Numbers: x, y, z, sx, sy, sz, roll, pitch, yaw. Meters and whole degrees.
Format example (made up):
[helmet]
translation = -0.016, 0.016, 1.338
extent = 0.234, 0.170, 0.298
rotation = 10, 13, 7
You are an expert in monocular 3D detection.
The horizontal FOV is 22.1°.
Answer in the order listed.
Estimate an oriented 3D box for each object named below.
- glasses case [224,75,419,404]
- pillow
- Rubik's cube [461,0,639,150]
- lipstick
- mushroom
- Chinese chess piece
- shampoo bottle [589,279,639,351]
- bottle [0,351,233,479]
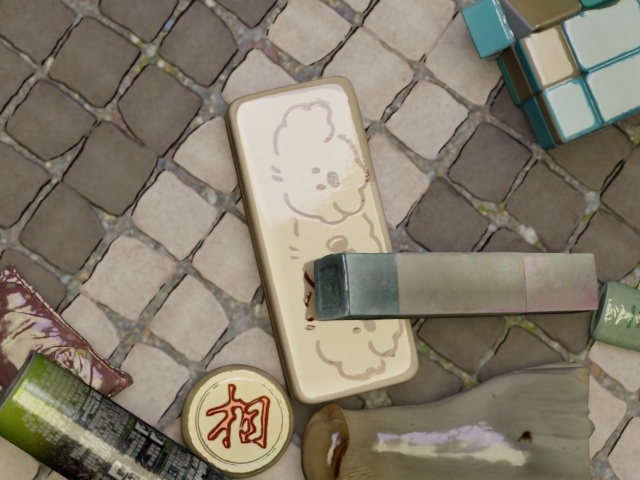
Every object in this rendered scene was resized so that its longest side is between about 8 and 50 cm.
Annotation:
[glasses case]
translation = 0.000, 0.000, 1.756
extent = 0.144, 0.076, 0.336
rotation = -14, 89, -8
[pillow]
translation = -0.301, 0.123, 1.725
extent = 0.118, 0.043, 0.185
rotation = -45, 90, -2
[Rubik's cube]
translation = 0.295, -0.229, 1.741
extent = 0.265, 0.224, 0.213
rotation = -22, 89, -3
[lipstick]
translation = 0.147, 0.047, 1.724
extent = 0.317, 0.066, 0.068
rotation = 0, 82, -29
[mushroom]
translation = 0.139, 0.214, 1.757
extent = 0.329, 0.122, 0.159
rotation = -1, 51, -9
[Chinese chess piece]
translation = -0.088, 0.193, 1.746
extent = 0.122, 0.051, 0.122
rotation = 0, 87, -8
[shampoo bottle]
translation = 0.397, 0.104, 1.824
extent = 0.191, 0.041, 0.069
rotation = 18, 79, -7
[bottle]
translation = -0.180, 0.241, 1.681
extent = 0.330, 0.093, 0.093
rotation = 35, 83, -10
